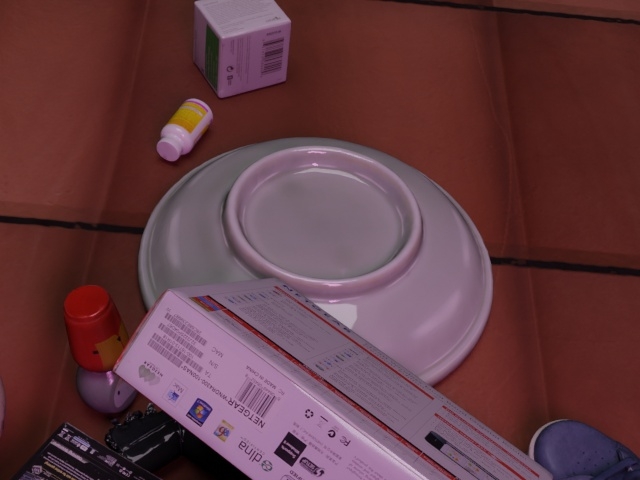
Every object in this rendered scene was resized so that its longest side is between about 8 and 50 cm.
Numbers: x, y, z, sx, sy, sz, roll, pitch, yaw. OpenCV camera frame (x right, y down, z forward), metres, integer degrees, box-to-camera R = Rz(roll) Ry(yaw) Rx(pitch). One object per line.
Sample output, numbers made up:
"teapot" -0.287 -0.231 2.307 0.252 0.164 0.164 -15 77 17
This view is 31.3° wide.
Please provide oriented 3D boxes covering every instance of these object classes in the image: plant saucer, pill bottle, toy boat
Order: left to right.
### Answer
"toy boat" -0.327 0.145 1.070 0.318 0.148 0.267 -17 46 -12
"pill bottle" -0.168 -0.134 1.398 0.043 0.043 0.083 21 48 11
"plant saucer" 0.000 0.000 1.260 0.401 0.100 0.400 4 46 -4

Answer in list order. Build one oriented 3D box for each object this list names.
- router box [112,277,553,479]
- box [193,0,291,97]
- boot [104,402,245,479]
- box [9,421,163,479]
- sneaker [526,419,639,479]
"router box" 0.032 0.161 0.970 0.335 0.082 0.301 35 8 12
"box" -0.103 -0.258 1.482 0.102 0.101 0.087 -18 52 -22
"boot" -0.142 0.203 1.090 0.099 0.045 0.121 -22 47 -28
"box" -0.197 0.270 0.998 0.180 0.077 0.147 26 49 16
"sneaker" 0.332 0.268 1.021 0.131 0.148 0.350 -27 56 -28
